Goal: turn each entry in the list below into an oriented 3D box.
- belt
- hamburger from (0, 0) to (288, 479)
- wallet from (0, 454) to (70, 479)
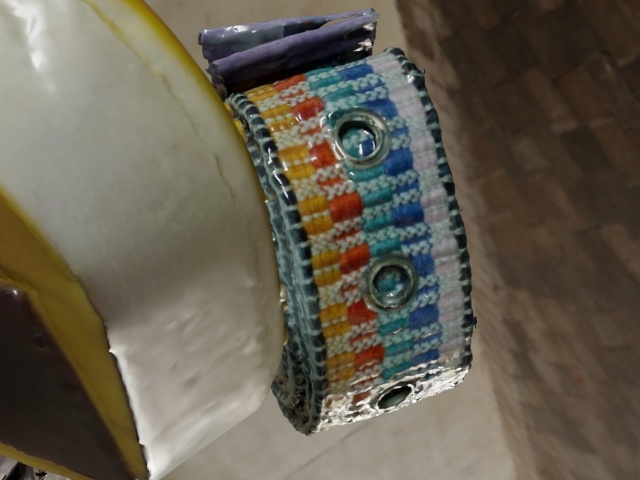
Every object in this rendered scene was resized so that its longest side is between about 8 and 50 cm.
[{"bbox_3d":[0.000,0.000,0.836,0.207,0.161,0.295,-125,23,-56],"label":"belt"},{"bbox_3d":[-0.122,-0.010,0.509,0.227,0.151,0.295,23,143,17],"label":"hamburger"},{"bbox_3d":[-0.266,0.202,1.012,0.042,0.124,0.230,23,156,7],"label":"wallet"}]
